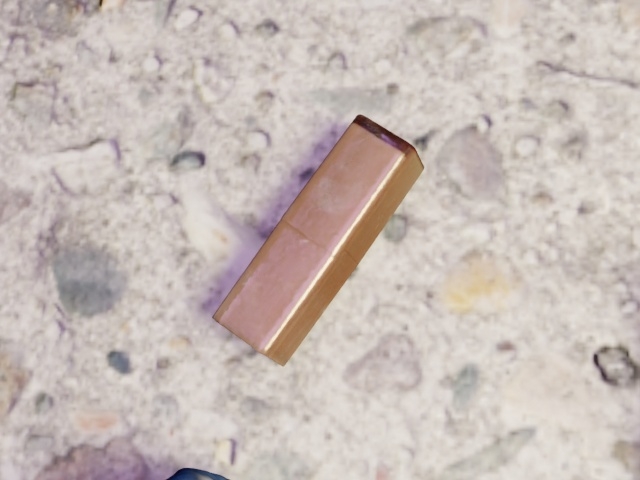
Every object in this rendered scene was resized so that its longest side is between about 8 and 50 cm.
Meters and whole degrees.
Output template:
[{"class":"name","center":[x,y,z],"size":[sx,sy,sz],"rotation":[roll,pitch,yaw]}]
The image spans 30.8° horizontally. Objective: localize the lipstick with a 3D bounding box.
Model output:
[{"class":"lipstick","center":[0.000,0.000,0.672],"size":[0.045,0.045,0.145],"rotation":[34,84,18]}]

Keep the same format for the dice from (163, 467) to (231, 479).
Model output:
[{"class":"dice","center":[-0.058,0.209,0.575],"size":[0.143,0.146,0.146],"rotation":[37,86,19]}]
